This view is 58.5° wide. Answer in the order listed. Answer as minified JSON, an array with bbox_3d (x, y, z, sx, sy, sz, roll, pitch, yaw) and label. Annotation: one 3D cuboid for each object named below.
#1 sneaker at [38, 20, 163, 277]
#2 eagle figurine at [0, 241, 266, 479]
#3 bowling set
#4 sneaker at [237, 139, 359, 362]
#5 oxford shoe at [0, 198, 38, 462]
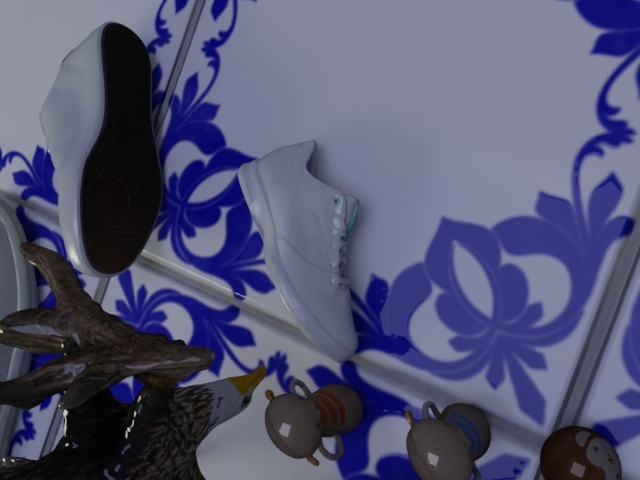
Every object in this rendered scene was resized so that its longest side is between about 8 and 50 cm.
[{"bbox_3d":[-0.252,-0.091,0.638,0.123,0.106,0.289,-15,67,30],"label":"sneaker"},{"bbox_3d":[-0.124,0.173,0.426,0.225,0.298,0.226,-6,35,-11],"label":"eagle figurine"},{"bbox_3d":[0.097,0.182,0.392,0.200,0.154,0.287,-41,68,16],"label":"bowling set"},{"bbox_3d":[0.000,0.000,0.514,0.094,0.080,0.212,-27,71,8],"label":"sneaker"},{"bbox_3d":[-0.448,0.160,0.677,0.169,0.130,0.448,3,83,28],"label":"oxford shoe"}]
